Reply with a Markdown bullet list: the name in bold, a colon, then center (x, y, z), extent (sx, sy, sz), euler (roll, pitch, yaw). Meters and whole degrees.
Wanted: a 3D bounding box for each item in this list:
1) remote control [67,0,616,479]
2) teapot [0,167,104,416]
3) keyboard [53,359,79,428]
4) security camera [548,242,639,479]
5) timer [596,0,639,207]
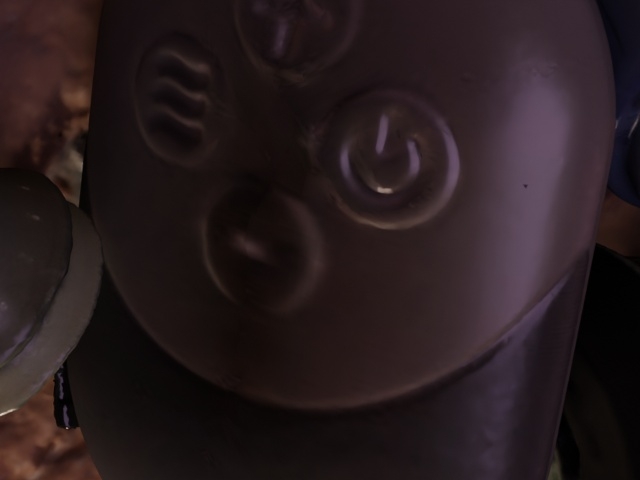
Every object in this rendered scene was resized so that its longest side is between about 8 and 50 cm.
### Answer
- **remote control**: center (0.000, 0.000, 0.749), extent (0.103, 0.221, 0.332), euler (-23, 125, -55)
- **teapot**: center (-0.190, -0.037, 0.678), extent (0.183, 0.183, 0.251), euler (-43, 134, 2)
- **keyboard**: center (-0.026, 0.046, 0.866), extent (0.196, 0.018, 0.060), euler (-6, 109, -20)
- **security camera**: center (0.178, 0.087, 0.862), extent (0.277, 0.197, 0.191), euler (-4, 104, -37)
- **timer**: center (0.282, -0.174, 0.741), extent (0.395, 0.173, 0.395), euler (-17, 149, -11)
